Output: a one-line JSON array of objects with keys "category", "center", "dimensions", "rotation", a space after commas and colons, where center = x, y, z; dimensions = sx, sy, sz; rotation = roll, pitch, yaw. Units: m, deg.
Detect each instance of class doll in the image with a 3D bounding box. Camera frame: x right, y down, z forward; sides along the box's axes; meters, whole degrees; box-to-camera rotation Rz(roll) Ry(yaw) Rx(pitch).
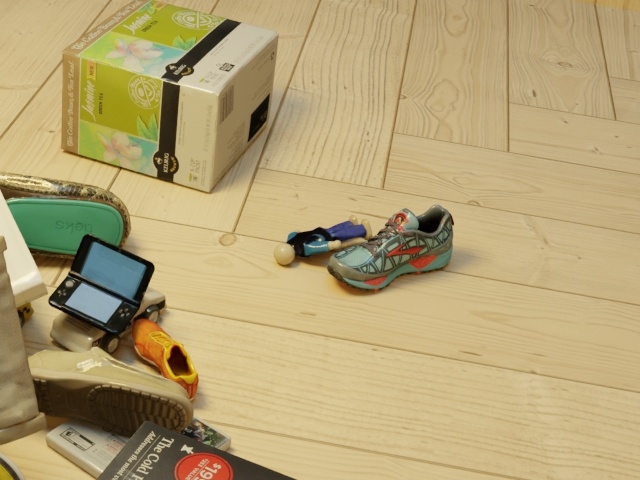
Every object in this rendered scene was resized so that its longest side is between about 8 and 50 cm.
[{"category": "doll", "center": [0.000, 0.000, 2.076], "dimensions": [0.189, 0.046, 0.129], "rotation": [-17, 21, -31]}]

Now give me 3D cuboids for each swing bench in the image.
[{"category": "swing bench", "center": [-0.495, 0.127, 1.510], "dimensions": [0.165, 0.253, 0.255], "rotation": [-17, 13, -33]}]

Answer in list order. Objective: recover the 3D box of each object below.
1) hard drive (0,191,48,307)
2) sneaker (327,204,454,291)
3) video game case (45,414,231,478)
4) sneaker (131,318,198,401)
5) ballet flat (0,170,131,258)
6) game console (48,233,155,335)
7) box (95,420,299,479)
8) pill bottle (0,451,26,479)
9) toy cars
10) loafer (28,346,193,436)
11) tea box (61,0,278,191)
[{"category": "hard drive", "center": [-0.606, 0.059, 1.717], "dimensions": [0.353, 0.047, 0.233], "rotation": [-24, 56, -15]}, {"category": "sneaker", "center": [0.121, -0.002, 2.039], "dimensions": [0.262, 0.125, 0.104], "rotation": [-17, 40, -34]}, {"category": "video game case", "center": [-0.250, 0.277, 1.623], "dimensions": [0.190, 0.022, 0.173], "rotation": [26, 37, 27]}, {"category": "sneaker", "center": [-0.226, 0.166, 1.749], "dimensions": [0.064, 0.067, 0.175], "rotation": [-11, 40, -36]}, {"category": "ballet flat", "center": [-0.559, -0.053, 1.932], "dimensions": [0.483, 0.164, 0.182], "rotation": [5, 15, -27]}, {"category": "game console", "center": [-0.327, 0.066, 1.751], "dimensions": [0.122, 0.071, 0.107], "rotation": [24, 42, 6]}, {"category": "box", "center": [-0.143, 0.410, 1.296], "dimensions": [0.313, 0.179, 0.343], "rotation": [19, 34, 14]}, {"category": "pill bottle", "center": [-0.446, 0.337, 1.409], "dimensions": [0.103, 0.103, 0.184], "rotation": [23, 36, 22]}, {"category": "toy cars", "center": [-0.425, 0.102, 1.792], "dimensions": [0.394, 0.087, 0.176], "rotation": [-2, 34, -16]}, {"category": "loafer", "center": [-0.300, 0.198, 1.620], "dimensions": [0.269, 0.102, 0.092], "rotation": [11, 38, 6]}, {"category": "tea box", "center": [-0.294, -0.296, 2.313], "dimensions": [0.324, 0.220, 0.329], "rotation": [15, 33, 11]}]
